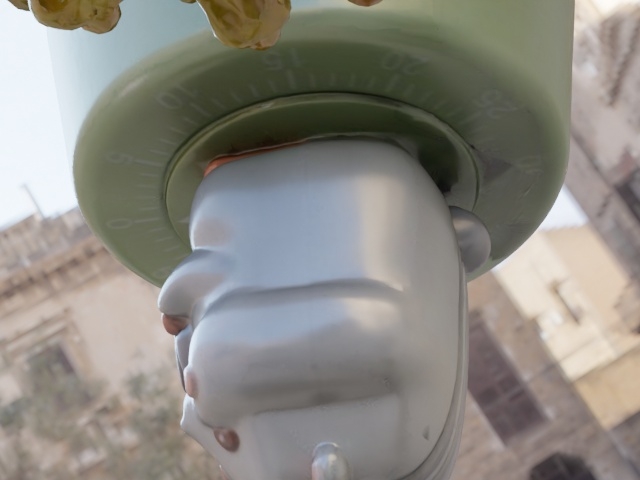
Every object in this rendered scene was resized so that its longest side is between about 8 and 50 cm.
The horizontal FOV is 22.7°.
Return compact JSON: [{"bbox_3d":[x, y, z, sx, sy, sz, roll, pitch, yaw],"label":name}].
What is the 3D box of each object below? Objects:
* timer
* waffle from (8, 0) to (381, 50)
[{"bbox_3d":[0.000,0.000,0.801,0.290,0.315,0.291,-2,-35,-1],"label":"timer"},{"bbox_3d":[-0.040,-0.180,0.421,0.293,0.260,0.069,-10,16,-43],"label":"waffle"}]
